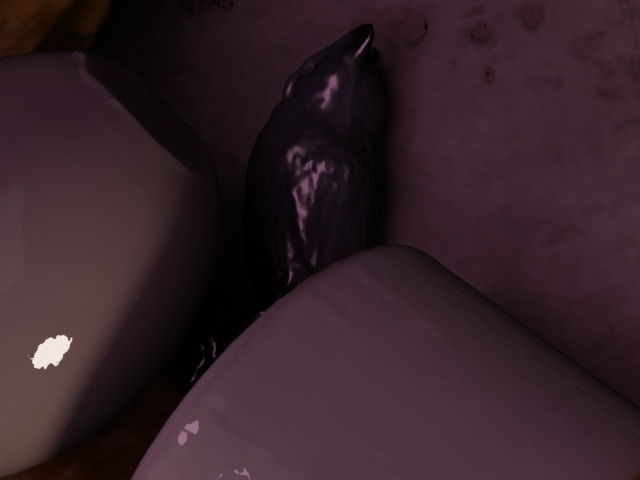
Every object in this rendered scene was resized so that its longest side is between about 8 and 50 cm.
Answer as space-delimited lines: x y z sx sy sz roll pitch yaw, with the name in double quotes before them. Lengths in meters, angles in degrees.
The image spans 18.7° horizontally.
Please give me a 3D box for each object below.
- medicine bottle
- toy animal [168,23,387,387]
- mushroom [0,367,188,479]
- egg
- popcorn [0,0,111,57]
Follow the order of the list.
"medicine bottle" 0.058 0.157 0.871 0.232 0.238 0.238 37 101 25
"toy animal" 0.004 -0.002 0.992 0.117 0.121 0.210 29 91 5
"mushroom" -0.175 0.166 1.024 0.278 0.146 0.278 0 90 3
"egg" -0.155 0.019 0.902 0.232 0.176 0.176 -38 71 12
"popcorn" -0.265 -0.242 0.993 0.390 0.344 0.354 33 103 38
